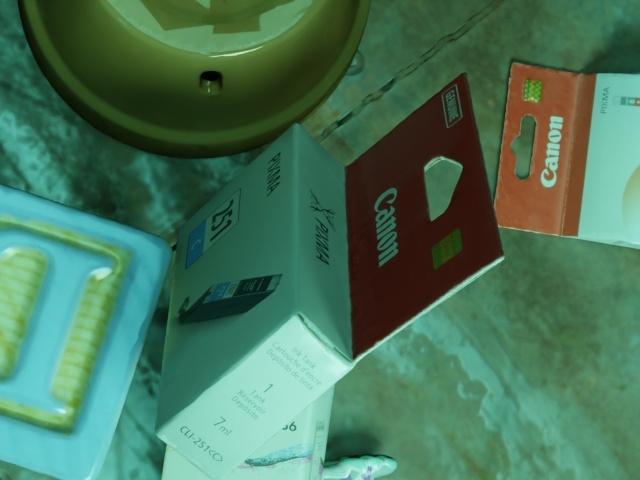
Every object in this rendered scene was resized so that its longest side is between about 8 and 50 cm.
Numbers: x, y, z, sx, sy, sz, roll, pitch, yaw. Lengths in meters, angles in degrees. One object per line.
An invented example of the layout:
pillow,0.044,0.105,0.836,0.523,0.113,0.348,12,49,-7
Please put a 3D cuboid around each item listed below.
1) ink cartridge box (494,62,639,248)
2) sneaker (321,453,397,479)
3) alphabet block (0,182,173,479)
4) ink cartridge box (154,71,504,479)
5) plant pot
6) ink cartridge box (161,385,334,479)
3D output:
ink cartridge box,0.242,-0.071,1.549,0.179,0.045,0.145,9,84,-9
sneaker,0.017,0.210,1.499,0.098,0.038,0.069,-9,88,1
alphabet block,-0.231,0.065,1.395,0.193,0.197,0.192,20,82,-6
ink cartridge box,0.000,0.000,1.341,0.261,0.296,0.066,-40,112,19
plant pot,-0.090,-0.221,1.435,0.290,0.203,0.291,1,84,-8
ink cartridge box,-0.057,0.155,1.459,0.115,0.067,0.198,6,84,15
